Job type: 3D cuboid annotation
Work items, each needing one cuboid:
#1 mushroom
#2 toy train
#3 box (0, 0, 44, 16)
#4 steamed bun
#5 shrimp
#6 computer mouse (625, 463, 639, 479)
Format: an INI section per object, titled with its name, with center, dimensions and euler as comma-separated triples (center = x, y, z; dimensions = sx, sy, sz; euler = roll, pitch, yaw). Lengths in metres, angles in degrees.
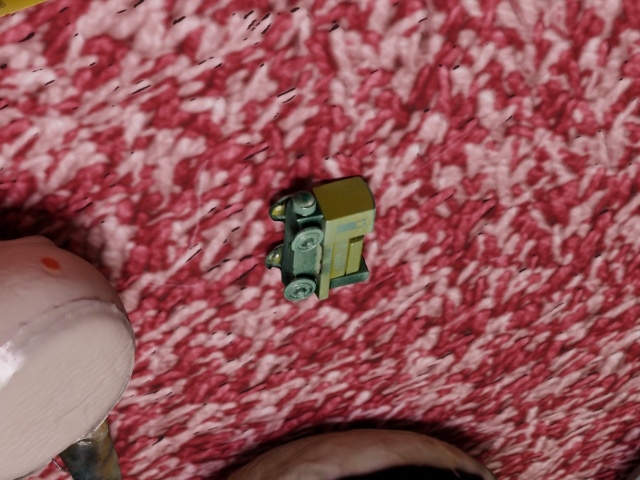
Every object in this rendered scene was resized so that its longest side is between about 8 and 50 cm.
[mushroom]
center = 0.035, 0.278, 1.478
dimensions = 0.344, 0.130, 0.247
euler = 1, 142, -16
[toy train]
center = 0.000, 0.000, 1.174
dimensions = 0.081, 0.050, 0.122
euler = -16, 145, -15
[box]
center = -0.151, -0.190, 0.897
dimensions = 0.156, 0.022, 0.089
euler = -17, 143, 3
[steamed bun]
center = -0.236, 0.082, 1.121
dimensions = 0.177, 0.131, 0.228
euler = -37, 159, -20
[shrimp]
center = -0.257, 0.191, 1.338
dimensions = 0.150, 0.051, 0.217
euler = -12, 135, 2
[computer mouse]
center = 0.388, 0.283, 1.626
dimensions = 0.159, 0.097, 0.288
euler = -3, 153, -17
